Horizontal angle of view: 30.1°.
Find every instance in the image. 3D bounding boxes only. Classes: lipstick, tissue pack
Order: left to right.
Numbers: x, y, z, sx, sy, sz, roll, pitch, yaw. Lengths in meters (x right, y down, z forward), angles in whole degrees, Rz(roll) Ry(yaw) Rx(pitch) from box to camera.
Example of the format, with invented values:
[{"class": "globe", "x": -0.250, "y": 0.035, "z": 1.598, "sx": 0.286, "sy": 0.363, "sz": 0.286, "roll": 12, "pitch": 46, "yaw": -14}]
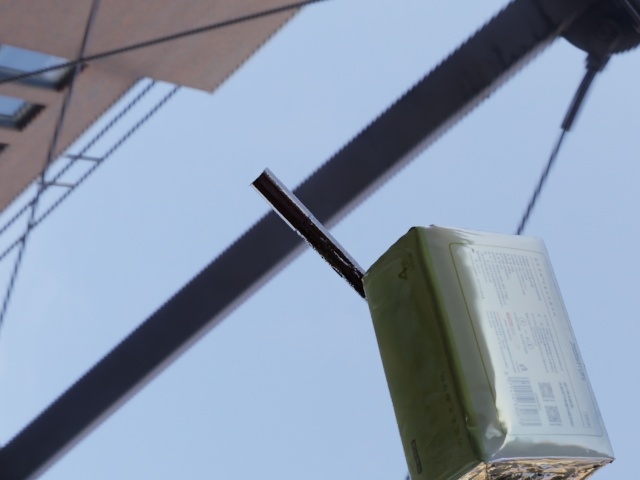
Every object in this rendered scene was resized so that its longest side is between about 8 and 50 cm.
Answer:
[{"class": "lipstick", "x": 0.000, "y": 0.000, "z": 1.166, "sx": 0.176, "sy": 0.027, "sz": 0.027, "roll": 46, "pitch": -69, "yaw": -5}, {"class": "tissue pack", "x": 0.148, "y": 0.116, "z": 1.085, "sx": 0.125, "sy": 0.159, "sz": 0.234, "roll": -47, "pitch": -133, "yaw": 46}]
